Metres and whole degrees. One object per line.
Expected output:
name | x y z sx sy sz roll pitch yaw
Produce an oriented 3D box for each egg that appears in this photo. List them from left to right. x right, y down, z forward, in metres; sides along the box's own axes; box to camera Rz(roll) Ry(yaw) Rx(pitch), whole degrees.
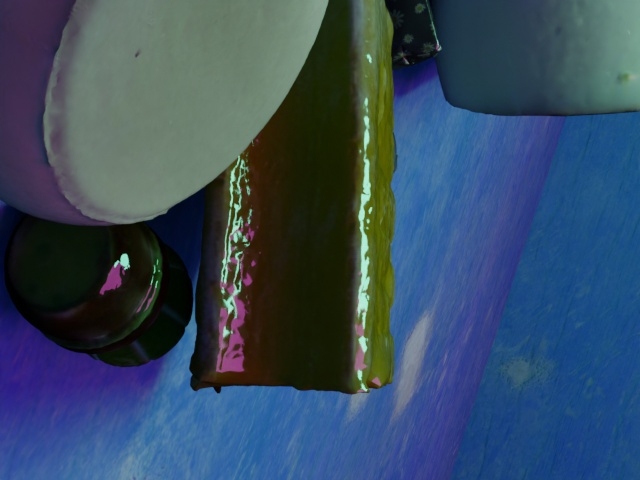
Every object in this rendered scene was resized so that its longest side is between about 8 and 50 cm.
egg | 0.302 -0.336 1.170 0.354 0.355 0.339 -37 125 -60

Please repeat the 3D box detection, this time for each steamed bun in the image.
steamed bun | -0.103 -0.127 0.479 0.232 0.145 0.232 -48 160 -24

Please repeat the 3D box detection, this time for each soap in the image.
soap | -0.016 -0.030 0.732 0.259 0.143 0.281 54 36 -83

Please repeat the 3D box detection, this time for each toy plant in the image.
toy plant | -0.134 0.031 0.638 0.162 0.093 0.092 62 49 -71

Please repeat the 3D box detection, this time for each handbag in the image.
handbag | 0.073 -0.231 0.998 0.139 0.072 0.115 -62 135 -77

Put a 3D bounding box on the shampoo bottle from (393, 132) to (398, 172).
shampoo bottle | 0.045 -0.125 1.064 0.233 0.049 0.087 53 44 -69
